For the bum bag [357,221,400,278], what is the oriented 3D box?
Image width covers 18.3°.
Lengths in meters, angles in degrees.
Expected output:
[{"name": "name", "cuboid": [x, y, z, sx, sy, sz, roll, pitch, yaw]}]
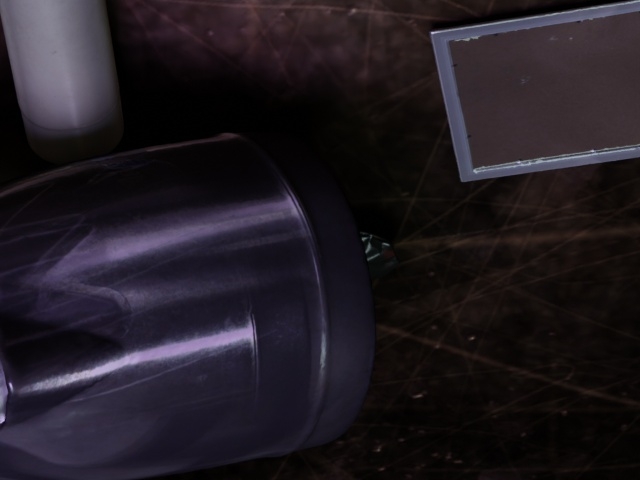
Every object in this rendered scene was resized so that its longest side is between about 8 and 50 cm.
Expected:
[{"name": "bum bag", "cuboid": [0.000, 0.001, 1.483, 0.124, 0.034, 0.058, 11, 147, -9]}]

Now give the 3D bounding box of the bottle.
[{"name": "bottle", "cuboid": [-0.177, -0.147, 1.321, 0.072, 0.072, 0.201, -2, 134, 3]}]

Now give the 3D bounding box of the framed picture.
[{"name": "framed picture", "cuboid": [0.177, -0.108, 1.391, 0.183, 0.011, 0.142, -8, 133, 9]}]

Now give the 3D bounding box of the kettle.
[{"name": "kettle", "cuboid": [-0.178, 0.047, 1.357, 0.324, 0.321, 0.228, -9, 106, -30]}]
